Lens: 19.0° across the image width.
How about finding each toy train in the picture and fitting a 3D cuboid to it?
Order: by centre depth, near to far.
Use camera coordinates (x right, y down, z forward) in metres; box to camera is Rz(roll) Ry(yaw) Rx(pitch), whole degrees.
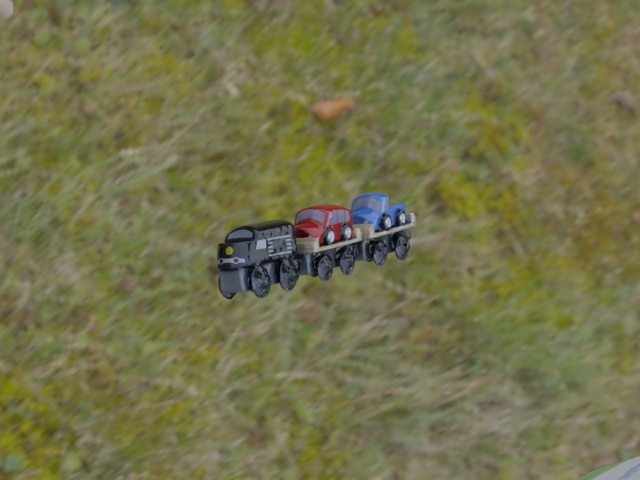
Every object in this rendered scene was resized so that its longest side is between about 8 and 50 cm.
[{"bbox_3d":[0.000,0.000,0.903,0.158,0.027,0.036,-13,98,-58],"label":"toy train"}]

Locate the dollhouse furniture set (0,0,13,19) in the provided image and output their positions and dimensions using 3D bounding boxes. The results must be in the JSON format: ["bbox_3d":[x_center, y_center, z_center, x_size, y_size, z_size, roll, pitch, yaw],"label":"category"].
[{"bbox_3d":[-0.411,-0.144,1.148,0.355,0.303,0.173,41,47,-59],"label":"dollhouse furniture set"}]

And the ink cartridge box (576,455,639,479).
[{"bbox_3d":[0.201,0.192,1.021,0.093,0.212,0.154,-24,85,-27],"label":"ink cartridge box"}]
